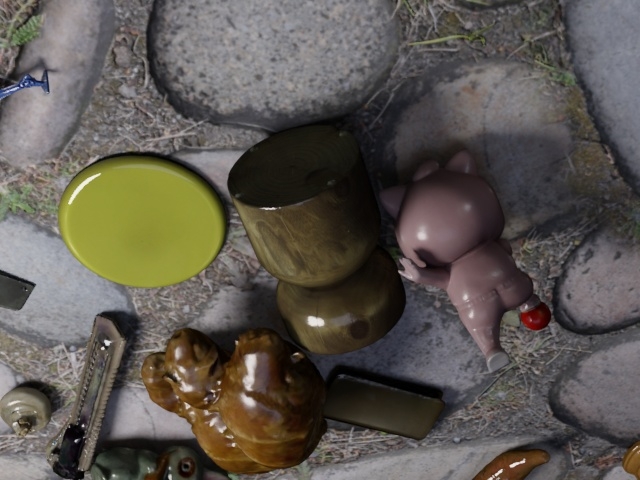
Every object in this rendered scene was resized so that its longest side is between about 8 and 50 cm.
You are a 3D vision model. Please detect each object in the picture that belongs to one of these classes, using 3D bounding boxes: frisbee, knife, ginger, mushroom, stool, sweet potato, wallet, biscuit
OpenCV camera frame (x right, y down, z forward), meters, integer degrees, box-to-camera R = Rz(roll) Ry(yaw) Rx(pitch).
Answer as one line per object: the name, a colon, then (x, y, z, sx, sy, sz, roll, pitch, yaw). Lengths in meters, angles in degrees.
frisbee: (-0.250, -0.021, 1.421, 0.236, 0.017, 0.236, -2, 128, -2)
knife: (-0.540, 0.045, 1.453, 0.245, 0.019, 0.072, 24, 123, -23)
ginger: (-0.119, 0.225, 1.491, 0.274, 0.152, 0.357, 42, 149, -8)
knife: (-0.376, 0.261, 1.599, 0.089, 0.043, 0.365, 31, 123, 10)
mushroom: (-0.469, 0.277, 1.594, 0.085, 0.079, 0.085, 2, 126, 2)
stool: (0.000, 0.000, 1.351, 0.179, 0.179, 0.264, -14, 127, 7)
sweet potato: (0.287, 0.442, 1.777, 0.072, 0.066, 0.314, 30, 123, -16)
wallet: (0.097, 0.269, 1.653, 0.198, 0.031, 0.110, 16, 124, -15)
biscuit: (0.601, 0.401, 1.790, 0.140, 0.023, 0.118, 8, 126, -10)

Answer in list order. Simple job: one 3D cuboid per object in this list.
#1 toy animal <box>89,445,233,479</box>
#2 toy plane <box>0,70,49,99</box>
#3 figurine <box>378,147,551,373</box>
toy animal: (-0.268, 0.384, 1.689, 0.236, 0.138, 0.108, -12, 116, -26)
toy plane: (-0.422, -0.177, 1.276, 0.167, 0.054, 0.062, -19, 151, 12)
figurine: (0.195, 0.028, 1.377, 0.176, 0.186, 0.287, -35, 90, -4)
